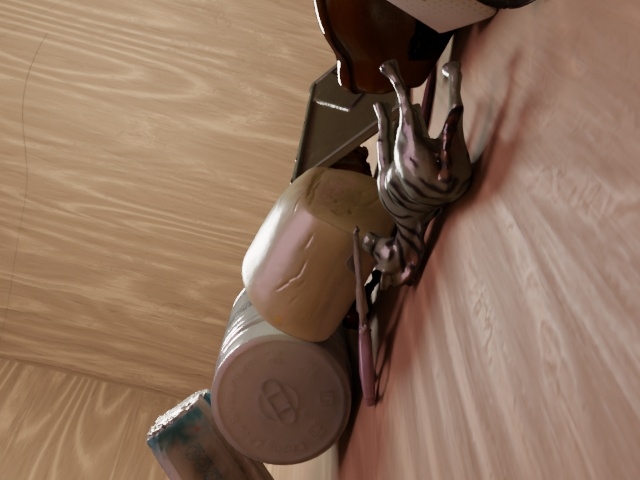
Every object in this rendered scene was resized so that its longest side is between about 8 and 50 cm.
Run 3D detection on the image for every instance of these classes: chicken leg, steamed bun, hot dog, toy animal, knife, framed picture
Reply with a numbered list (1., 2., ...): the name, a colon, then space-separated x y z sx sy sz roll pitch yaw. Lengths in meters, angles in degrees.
1. chicken leg: 0.058 0.088 1.150 0.062 0.037 0.145 -61 -2 -24
2. steamed bun: 0.000 0.000 1.068 0.200 0.155 0.250 -60 1 22
3. hot dog: 0.046 -0.090 1.409 0.146 0.103 0.213 72 -153 -49
4. toy animal: 0.094 -0.076 0.843 0.255 0.090 0.170 96 165 -59
5. knife: 0.128 -0.140 1.069 0.035 0.018 0.247 110 173 -67
6. framed picture: 0.058 -0.254 1.434 0.247 0.022 0.335 -34 29 30

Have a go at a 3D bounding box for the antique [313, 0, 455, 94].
1. antique: 0.090 -0.316 0.991 0.223 0.129 0.278 -16 -66 -50

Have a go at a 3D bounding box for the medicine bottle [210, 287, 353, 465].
1. medicine bottle: -0.052 0.173 1.197 0.332 0.190 0.190 -98 22 -77

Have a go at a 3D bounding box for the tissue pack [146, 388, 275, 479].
1. tissue pack: -0.137 0.357 1.202 0.124 0.271 0.201 -35 -2 -9

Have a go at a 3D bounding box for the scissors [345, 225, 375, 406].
1. scissors: 0.046 0.085 0.941 0.110 0.021 0.212 -86 -11 -71

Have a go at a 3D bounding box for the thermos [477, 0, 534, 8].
1. thermos: 0.176 -0.295 0.721 0.073 0.083 0.187 -28 41 50

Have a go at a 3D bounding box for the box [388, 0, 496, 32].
1. box: 0.114 -0.415 0.845 0.095 0.210 0.330 0 73 54
